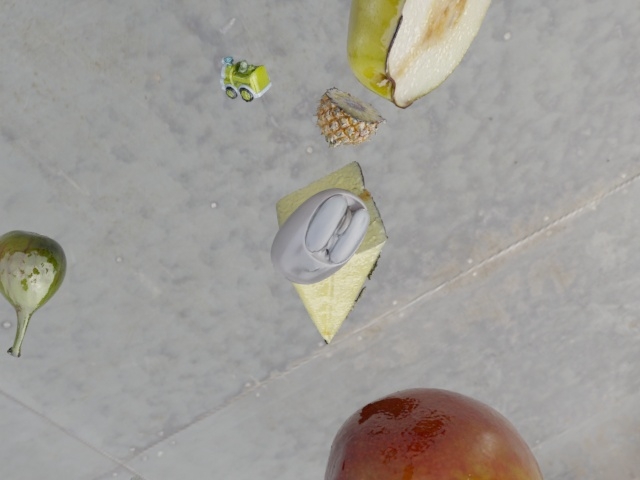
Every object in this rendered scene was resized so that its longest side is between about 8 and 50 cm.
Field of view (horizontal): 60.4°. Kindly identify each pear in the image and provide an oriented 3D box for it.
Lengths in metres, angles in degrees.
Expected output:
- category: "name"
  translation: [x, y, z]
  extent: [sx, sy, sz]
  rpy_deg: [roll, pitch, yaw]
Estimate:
- category: "pear"
  translation: [0.176, -0.466, 1.063]
  extent: [0.386, 0.191, 0.340]
  rpy_deg: [-50, 153, -9]

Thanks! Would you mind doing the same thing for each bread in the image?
- category: "bread"
  translation: [0.043, 0.047, 1.233]
  extent: [0.242, 0.345, 0.404]
  rpy_deg: [-20, 136, 7]

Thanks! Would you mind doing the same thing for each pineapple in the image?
- category: "pineapple"
  translation: [0.055, -0.286, 1.388]
  extent: [0.176, 0.161, 0.136]
  rpy_deg: [-4, 134, -41]

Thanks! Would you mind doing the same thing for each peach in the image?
- category: "peach"
  translation: [0.140, 0.349, 0.732]
  extent: [0.333, 0.308, 0.307]
  rpy_deg: [2, 128, -50]

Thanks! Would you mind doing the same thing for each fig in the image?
- category: "fig"
  translation: [-0.611, 0.108, 1.112]
  extent: [0.152, 0.151, 0.259]
  rpy_deg: [17, 79, -30]

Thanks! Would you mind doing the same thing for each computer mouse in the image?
- category: "computer mouse"
  translation: [0.000, 0.002, 0.459]
  extent: [0.066, 0.039, 0.096]
  rpy_deg: [29, 120, -30]

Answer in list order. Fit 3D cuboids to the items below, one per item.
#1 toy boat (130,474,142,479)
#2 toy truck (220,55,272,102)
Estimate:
- category: "toy boat"
  translation: [-0.200, 0.407, 0.691]
  extent: [0.141, 0.269, 0.140]
  rpy_deg: [-1, 93, -26]
- category: "toy truck"
  translation: [-0.163, -0.343, 1.144]
  extent: [0.076, 0.111, 0.076]
  rpy_deg: [-54, 149, -29]
